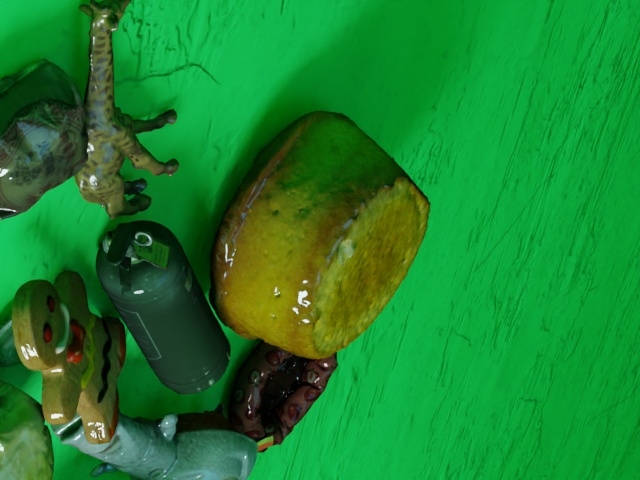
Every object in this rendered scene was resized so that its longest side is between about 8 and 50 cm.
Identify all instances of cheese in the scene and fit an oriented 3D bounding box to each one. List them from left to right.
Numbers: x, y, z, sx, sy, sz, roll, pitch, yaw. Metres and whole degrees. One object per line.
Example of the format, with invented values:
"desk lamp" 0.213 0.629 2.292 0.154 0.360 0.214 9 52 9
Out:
"cheese" -0.322 0.110 1.629 0.120 0.026 0.067 -34 145 -25

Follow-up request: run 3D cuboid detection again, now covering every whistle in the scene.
"whistle" -0.192 0.251 1.891 0.346 0.142 0.134 35 50 -52

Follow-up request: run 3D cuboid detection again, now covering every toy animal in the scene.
"toy animal" -0.203 -0.121 1.569 0.149 0.054 0.275 -51 151 -19

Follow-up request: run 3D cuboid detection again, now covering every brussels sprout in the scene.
"brussels sprout" -0.348 0.237 1.617 0.183 0.131 0.145 -40 127 -24

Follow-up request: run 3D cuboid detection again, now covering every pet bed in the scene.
"pet bed" -0.051 0.188 2.126 0.201 0.053 0.201 -40 146 -35

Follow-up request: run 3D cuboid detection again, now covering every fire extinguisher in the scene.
"fire extinguisher" -0.178 0.065 1.739 0.311 0.095 0.114 72 19 -55

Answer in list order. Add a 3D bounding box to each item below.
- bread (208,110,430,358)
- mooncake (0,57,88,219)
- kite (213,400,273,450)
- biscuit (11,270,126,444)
"bread" -0.003 0.000 1.886 0.312 0.172 0.312 -42 149 -33
"mooncake" -0.271 -0.084 1.471 0.130 0.073 0.125 -36 147 -33
"kite" -0.140 0.292 2.070 0.183 0.014 0.241 -23 140 -20
"biscuit" -0.253 0.115 1.649 0.250 0.036 0.165 60 29 -61
